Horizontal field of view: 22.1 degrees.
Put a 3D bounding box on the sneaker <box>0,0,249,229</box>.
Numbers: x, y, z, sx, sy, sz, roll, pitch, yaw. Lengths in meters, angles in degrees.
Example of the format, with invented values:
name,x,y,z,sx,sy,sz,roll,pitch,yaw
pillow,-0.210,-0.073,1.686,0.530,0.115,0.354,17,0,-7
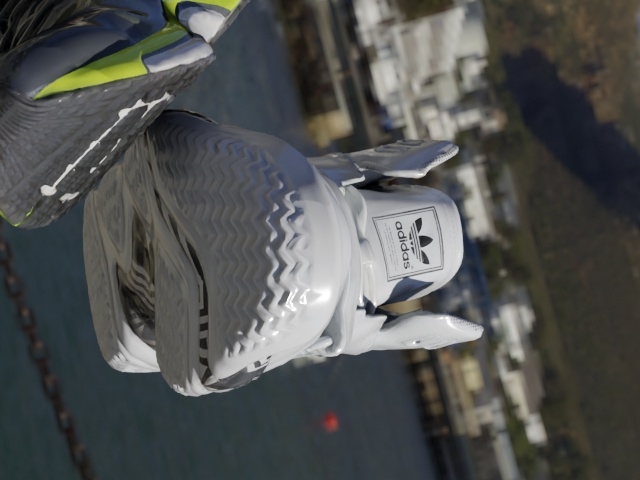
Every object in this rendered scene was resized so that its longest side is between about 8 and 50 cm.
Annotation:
name,x,y,z,sx,sy,sz,roll,pitch,yaw
sneaker,-0.116,-0.101,0.735,0.121,0.111,0.300,42,17,-11

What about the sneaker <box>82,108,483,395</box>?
name,x,y,z,sx,sy,sz,roll,pitch,yaw
sneaker,0.000,0.000,0.871,0.366,0.210,0.137,165,-83,-72
